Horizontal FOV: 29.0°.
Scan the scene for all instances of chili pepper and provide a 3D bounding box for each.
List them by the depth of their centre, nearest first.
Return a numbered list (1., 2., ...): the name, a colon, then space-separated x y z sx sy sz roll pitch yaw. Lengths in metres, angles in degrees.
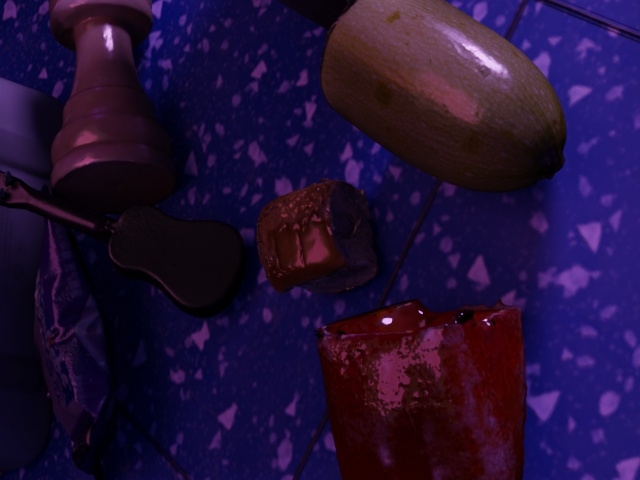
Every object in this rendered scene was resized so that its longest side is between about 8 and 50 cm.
1. chili pepper: 0.083 0.164 0.857 0.144 0.136 0.252 -8 82 -3

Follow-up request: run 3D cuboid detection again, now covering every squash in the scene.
1. squash: 0.098 -0.097 0.886 0.187 0.123 0.123 42 109 36

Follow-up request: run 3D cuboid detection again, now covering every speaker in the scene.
1. speaker: -0.384 0.024 1.243 0.183 0.184 0.406 -5 76 26

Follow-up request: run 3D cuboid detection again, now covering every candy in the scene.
1. candy: -0.231 0.091 1.154 0.145 0.070 0.275 114 144 -65

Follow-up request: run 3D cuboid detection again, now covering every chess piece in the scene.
1. chess piece: -0.219 -0.225 1.226 0.117 0.117 0.397 -27 61 37

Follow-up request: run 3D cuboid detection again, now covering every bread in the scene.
1. bread: -0.001 -0.001 0.982 0.070 0.077 0.083 -29 60 40

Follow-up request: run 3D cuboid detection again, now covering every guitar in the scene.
1. guitar: -0.195 -0.014 1.093 0.271 0.038 0.084 21 76 9

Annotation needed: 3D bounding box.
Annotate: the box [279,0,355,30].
1. box: -0.038 -0.336 0.972 0.216 0.301 0.301 -53 49 12

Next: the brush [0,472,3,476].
1. brush: -0.402 0.119 1.362 0.060 0.050 0.321 -35 59 29
